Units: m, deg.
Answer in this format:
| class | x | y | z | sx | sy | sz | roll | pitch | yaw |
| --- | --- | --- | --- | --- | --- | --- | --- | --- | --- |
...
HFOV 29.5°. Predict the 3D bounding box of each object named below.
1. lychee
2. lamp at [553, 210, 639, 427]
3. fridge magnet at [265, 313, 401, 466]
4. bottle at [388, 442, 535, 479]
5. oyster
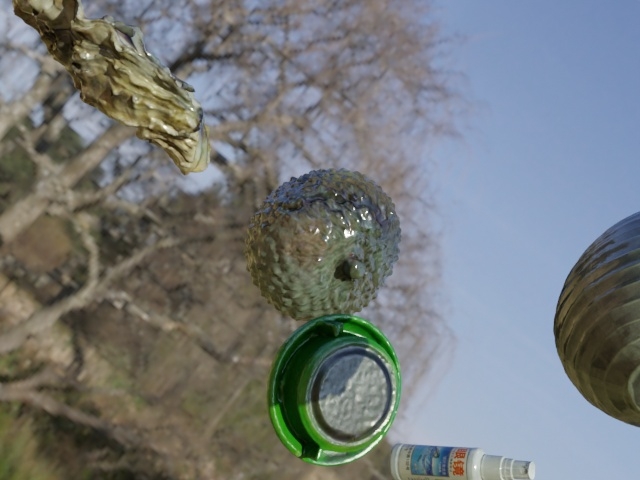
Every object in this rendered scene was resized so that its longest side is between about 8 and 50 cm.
| class | x | y | z | sx | sy | sz | roll | pitch | yaw |
| --- | --- | --- | --- | --- | --- | --- | --- | --- | --- |
| lychee | 0.000 | 0.000 | 1.911 | 0.255 | 0.255 | 0.274 | 47 | 2 | -37 |
| lamp | 0.359 | 0.067 | 1.175 | 0.233 | 0.233 | 0.265 | 40 | -50 | -7 |
| fridge magnet | 0.024 | 0.202 | 1.636 | 0.208 | 0.208 | 0.088 | 44 | -18 | -25 |
| bottle | 0.209 | 0.333 | 1.787 | 0.217 | 0.060 | 0.060 | -1 | -32 | 28 |
| oyster | -0.268 | -0.225 | 1.597 | 0.351 | 0.115 | 0.238 | 45 | 3 | -10 |
